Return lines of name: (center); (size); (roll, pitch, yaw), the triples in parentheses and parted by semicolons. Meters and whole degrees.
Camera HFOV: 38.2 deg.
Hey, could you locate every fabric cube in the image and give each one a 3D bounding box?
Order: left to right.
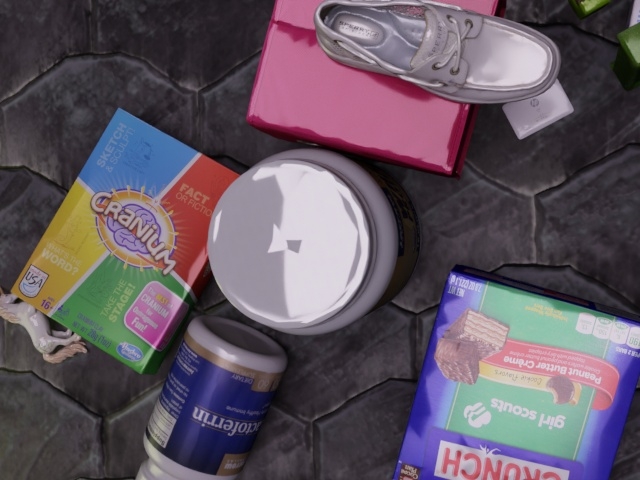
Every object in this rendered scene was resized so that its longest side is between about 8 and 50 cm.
fabric cube: (0.083, -0.230, 1.190); (0.258, 0.254, 0.259); (16, 95, 9)

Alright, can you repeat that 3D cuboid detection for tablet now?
tablet: (0.298, -0.181, 1.268); (0.083, 0.006, 0.054); (-28, 85, 13)

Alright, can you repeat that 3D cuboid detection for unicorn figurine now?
unicorn figurine: (-0.438, 0.120, 1.434); (0.111, 0.060, 0.162); (-27, 82, 9)

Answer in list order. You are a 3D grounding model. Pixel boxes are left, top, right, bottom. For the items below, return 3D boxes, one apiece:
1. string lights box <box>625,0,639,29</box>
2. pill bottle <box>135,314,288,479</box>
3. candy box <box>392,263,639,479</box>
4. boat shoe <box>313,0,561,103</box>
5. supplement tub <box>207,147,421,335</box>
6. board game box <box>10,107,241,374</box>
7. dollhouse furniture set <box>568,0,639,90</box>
string lights box: (0.514, -0.253, 1.146); (0.259, 0.133, 0.077); (12, 95, 13)
pill bottle: (-0.162, 0.254, 1.322); (0.153, 0.153, 0.265); (25, 98, 12)
candy box: (0.260, 0.221, 1.231); (0.268, 0.122, 0.317); (16, 97, 13)
boat shoe: (0.123, -0.210, 1.006); (0.276, 0.096, 0.098); (11, 94, 9)
supplement tub: (0.000, 0.000, 1.188); (0.228, 0.316, 0.229); (0, 92, 14)
board game box: (-0.270, 0.000, 1.357); (0.242, 0.064, 0.317); (29, 87, 11)
dollhouse furniture set: (0.430, -0.332, 1.022); (0.301, 0.151, 0.198); (-29, 81, 10)
